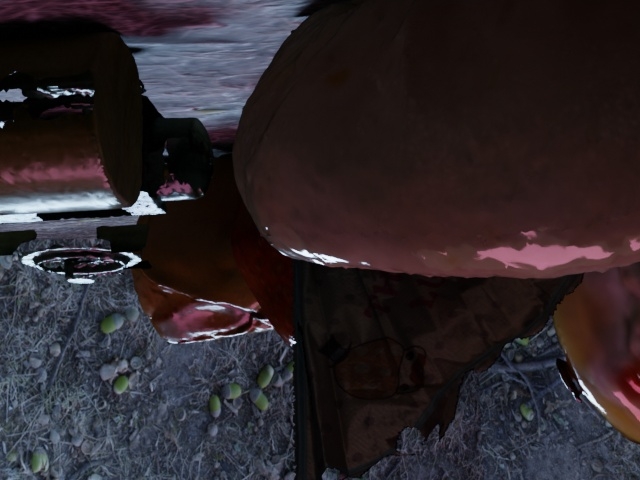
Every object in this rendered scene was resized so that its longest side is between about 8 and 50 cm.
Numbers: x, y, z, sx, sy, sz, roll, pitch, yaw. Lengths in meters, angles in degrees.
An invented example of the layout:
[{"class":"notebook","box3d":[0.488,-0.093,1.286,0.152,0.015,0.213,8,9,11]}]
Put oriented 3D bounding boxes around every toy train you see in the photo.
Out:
[{"class":"toy train","box3d":[-0.213,-0.034,0.850,0.308,0.126,0.189,-3,178,7]}]

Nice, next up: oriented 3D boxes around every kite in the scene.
[{"class":"kite","box3d":[0.114,-0.032,0.689,0.406,0.014,0.368,-37,-132,-27]}]

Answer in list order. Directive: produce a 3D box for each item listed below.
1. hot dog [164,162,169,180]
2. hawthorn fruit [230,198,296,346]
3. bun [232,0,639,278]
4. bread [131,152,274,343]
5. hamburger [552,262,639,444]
[{"class":"hot dog","box3d":[-0.126,-0.054,1.611,0.071,0.045,0.165,-2,179,25]},{"class":"hawthorn fruit","box3d":[0.034,-0.004,1.217,0.205,0.205,0.253,-2,-174,-12]},{"class":"bun","box3d":[0.069,-0.062,0.580,0.222,0.127,0.222,-3,-169,1]},{"class":"bread","box3d":[-0.003,-0.003,1.449,0.344,0.148,0.195,-3,-143,24]},{"class":"hamburger","box3d":[0.295,0.034,1.064,0.261,0.302,0.186,-12,-172,-38]}]
